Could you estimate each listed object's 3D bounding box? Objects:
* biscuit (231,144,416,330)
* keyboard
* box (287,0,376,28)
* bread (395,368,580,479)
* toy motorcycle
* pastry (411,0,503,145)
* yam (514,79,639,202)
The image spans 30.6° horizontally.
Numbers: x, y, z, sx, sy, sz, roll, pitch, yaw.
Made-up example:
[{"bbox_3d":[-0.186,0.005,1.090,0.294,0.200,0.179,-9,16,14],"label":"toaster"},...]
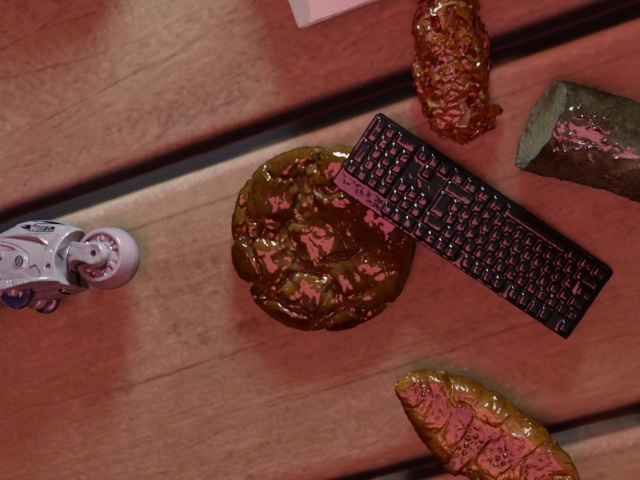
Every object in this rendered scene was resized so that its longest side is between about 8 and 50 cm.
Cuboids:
[{"bbox_3d":[0.000,0.000,1.312,0.225,0.042,0.226,4,107,12],"label":"biscuit"},{"bbox_3d":[0.163,-0.013,1.260,0.309,0.018,0.101,34,95,-4],"label":"keyboard"},{"bbox_3d":[0.106,-0.373,1.174,0.353,0.069,0.214,-17,101,14],"label":"box"},{"bbox_3d":[0.185,0.222,1.315,0.233,0.076,0.105,32,98,10],"label":"bread"},{"bbox_3d":[-0.330,0.028,1.371,0.254,0.112,0.113,-15,102,17],"label":"toy motorcycle"},{"bbox_3d":[0.137,-0.178,1.220,0.087,0.063,0.170,-10,102,12],"label":"pastry"},{"bbox_3d":[0.299,-0.096,1.191,0.183,0.107,0.107,18,108,5],"label":"yam"}]
